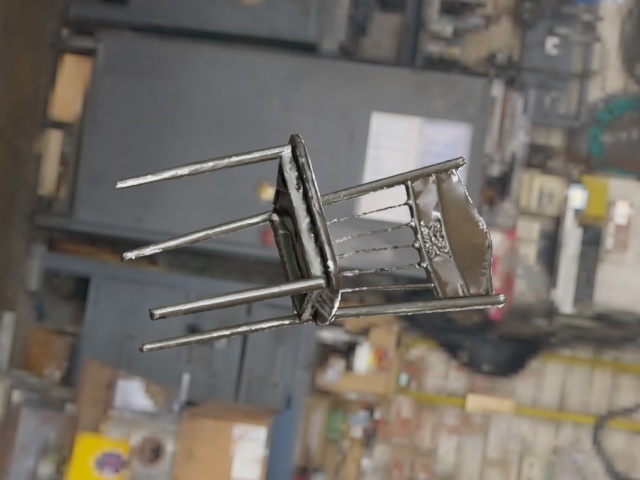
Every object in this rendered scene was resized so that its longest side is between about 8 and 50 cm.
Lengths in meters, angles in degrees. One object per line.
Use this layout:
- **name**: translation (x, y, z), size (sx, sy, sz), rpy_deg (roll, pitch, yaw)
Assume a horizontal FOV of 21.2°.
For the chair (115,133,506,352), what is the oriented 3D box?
- **chair**: translation (0.001, -0.001, 0.358), size (0.042, 0.086, 0.037), rpy_deg (118, -41, -66)
